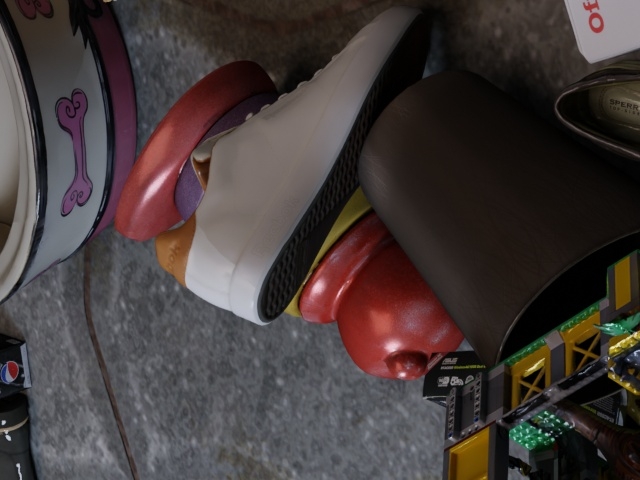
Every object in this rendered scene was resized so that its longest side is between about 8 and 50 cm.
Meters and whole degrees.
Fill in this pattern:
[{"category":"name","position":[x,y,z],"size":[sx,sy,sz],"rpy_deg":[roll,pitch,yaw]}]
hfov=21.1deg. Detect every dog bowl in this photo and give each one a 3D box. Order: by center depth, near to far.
[{"category":"dog bowl","position":[-0.342,-0.139,1.713],"size":[0.408,0.150,0.408],"rpy_deg":[20,119,41]}]

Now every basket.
[{"category":"basket","position":[0.138,-0.011,1.217],"size":[0.227,0.204,0.154],"rpy_deg":[46,136,39]}]

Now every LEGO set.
[{"category":"LEGO set","position":[0.225,0.183,1.050],"size":[0.255,0.192,0.331],"rpy_deg":[-28,127,31]}]

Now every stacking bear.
[{"category":"stacking bear","position":[0.000,0.000,1.394],"size":[0.289,0.175,0.164],"rpy_deg":[41,139,18]}]

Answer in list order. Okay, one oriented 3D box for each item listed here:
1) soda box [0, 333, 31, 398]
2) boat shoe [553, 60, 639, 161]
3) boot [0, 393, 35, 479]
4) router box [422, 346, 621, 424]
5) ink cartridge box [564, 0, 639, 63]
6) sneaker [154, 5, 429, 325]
[{"category":"soda box","position":[-0.400,0.132,1.951],"size":[0.169,0.053,0.060],"rpy_deg":[13,114,45]},{"category":"boat shoe","position":[0.253,-0.076,1.136],"size":[0.223,0.073,0.080],"rpy_deg":[15,115,45]},{"category":"boot","position":[-0.403,0.238,1.985],"size":[0.198,0.077,0.137],"rpy_deg":[12,118,46]},{"category":"router box","position":[0.151,0.117,1.288],"size":[0.092,0.122,0.038],"rpy_deg":[-7,65,49]},{"category":"ink cartridge box","position":[0.246,-0.211,1.085],"size":[0.203,0.086,0.148],"rpy_deg":[-13,94,50]},{"category":"sneaker","position":[-0.024,-0.080,1.283],"size":[0.123,0.290,0.106],"rpy_deg":[22,151,22]}]
